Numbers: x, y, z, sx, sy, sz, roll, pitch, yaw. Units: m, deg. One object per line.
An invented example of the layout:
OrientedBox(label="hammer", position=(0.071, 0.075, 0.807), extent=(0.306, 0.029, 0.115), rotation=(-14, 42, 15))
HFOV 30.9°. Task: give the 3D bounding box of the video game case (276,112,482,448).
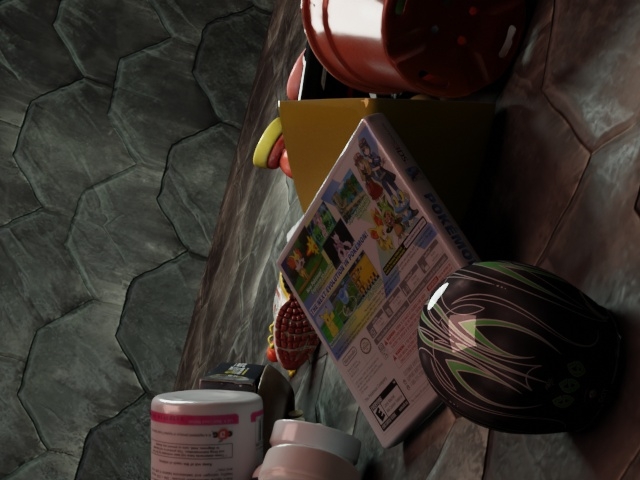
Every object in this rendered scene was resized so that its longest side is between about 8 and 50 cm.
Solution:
OrientedBox(label="video game case", position=(0.078, 0.059, 1.412), extent=(0.300, 0.036, 0.329), rotation=(59, 146, 20))

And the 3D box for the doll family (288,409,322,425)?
OrientedBox(label="doll family", position=(-0.026, 0.347, 1.772), extent=(0.193, 0.076, 0.111), rotation=(-82, -9, -64))

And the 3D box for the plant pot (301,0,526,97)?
OrientedBox(label="plant pot", position=(0.139, -0.315, 1.604), extent=(0.272, 0.272, 0.265), rotation=(-70, 21, 10))

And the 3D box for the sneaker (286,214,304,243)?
OrientedBox(label="sneaker", position=(0.000, 0.000, 2.082), extent=(0.129, 0.111, 0.297), rotation=(-61, 16, 20))

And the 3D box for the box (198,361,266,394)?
OrientedBox(label="box", position=(-0.157, 0.406, 1.885), extent=(0.318, 0.097, 0.395), rotation=(34, -119, -86))

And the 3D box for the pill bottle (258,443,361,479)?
OrientedBox(label="pill bottle", position=(-0.046, 0.403, 1.370), extent=(0.169, 0.169, 0.302), rotation=(127, 163, -56))

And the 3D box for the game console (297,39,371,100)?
OrientedBox(label="game console", position=(0.021, -0.188, 1.943), extent=(0.342, 0.060, 0.387), rotation=(66, -157, -47))

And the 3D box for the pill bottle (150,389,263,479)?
OrientedBox(label="pill bottle", position=(-0.162, 0.361, 1.646), extent=(0.160, 0.160, 0.283), rotation=(176, 95, -77))

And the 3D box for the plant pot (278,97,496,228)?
OrientedBox(label="plant pot", position=(0.084, -0.091, 1.533), extent=(0.212, 0.212, 0.187), rotation=(9, 99, 54))

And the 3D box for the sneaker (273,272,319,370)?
OrientedBox(label="sneaker", position=(-0.045, 0.143, 2.121), extent=(0.093, 0.088, 0.225), rotation=(111, 168, -50))

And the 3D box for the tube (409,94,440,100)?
OrientedBox(label="tube", position=(0.158, -0.114, 1.657), extent=(0.070, 0.062, 0.240), rotation=(74, -170, -46))

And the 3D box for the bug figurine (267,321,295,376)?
OrientedBox(label="bug figurine", position=(-0.096, 0.298, 2.152), extent=(0.279, 0.072, 0.216), rotation=(-87, 19, -47))

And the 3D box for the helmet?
OrientedBox(label="helmet", position=(0.171, 0.096, 1.057), extent=(0.169, 0.161, 0.169), rotation=(-162, 90, -78))

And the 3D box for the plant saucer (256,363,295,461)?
OrientedBox(label="plant saucer", position=(-0.080, 0.356, 1.864), extent=(0.310, 0.050, 0.311), rotation=(5, -90, -85))

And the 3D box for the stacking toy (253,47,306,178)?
OrientedBox(label="stacking toy", position=(0.001, -0.286, 2.584), extent=(0.309, 0.130, 0.279), rotation=(-64, -12, 21))

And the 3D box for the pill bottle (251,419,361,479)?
OrientedBox(label="pill bottle", position=(-0.031, 0.386, 1.559), extent=(0.153, 0.153, 0.265), rotation=(138, 147, -67))

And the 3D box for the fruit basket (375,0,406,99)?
OrientedBox(label="fruit basket", position=(0.119, -0.366, 1.945), extent=(0.353, 0.165, 0.327), rotation=(70, -158, -48))
